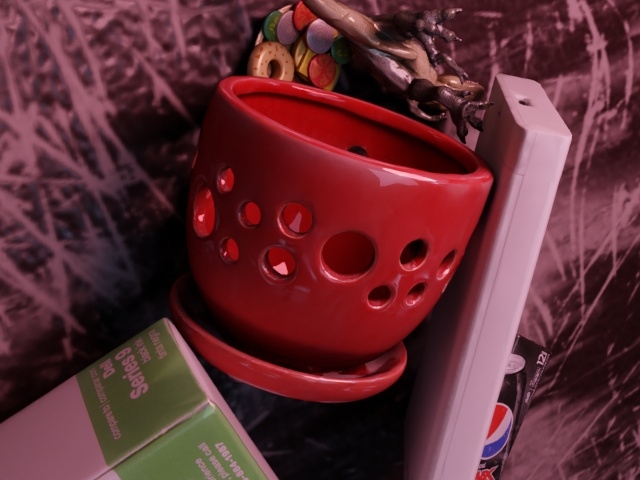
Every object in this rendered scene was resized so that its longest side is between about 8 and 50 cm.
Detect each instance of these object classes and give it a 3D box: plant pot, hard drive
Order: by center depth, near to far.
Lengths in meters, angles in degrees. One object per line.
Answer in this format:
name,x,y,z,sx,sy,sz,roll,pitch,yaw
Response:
plant pot,0.000,0.000,0.746,0.191,0.191,0.174,1,115,-38
hard drive,0.115,0.045,0.829,0.040,0.203,0.308,13,109,0

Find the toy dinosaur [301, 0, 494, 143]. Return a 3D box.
toy dinosaur,0.058,-0.134,0.787,0.064,0.118,0.268,-56,139,0

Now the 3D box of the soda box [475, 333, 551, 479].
soda box,0.137,0.160,0.982,0.053,0.060,0.169,27,85,-39

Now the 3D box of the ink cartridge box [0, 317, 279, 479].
ink cartridge box,-0.153,0.219,0.681,0.289,0.121,0.211,-32,121,-7

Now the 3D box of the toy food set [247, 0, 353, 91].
toy food set,-0.015,-0.133,0.811,0.083,0.020,0.083,28,84,-39
